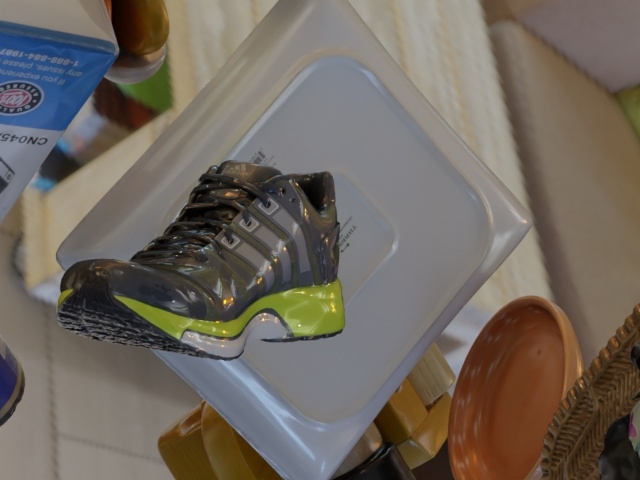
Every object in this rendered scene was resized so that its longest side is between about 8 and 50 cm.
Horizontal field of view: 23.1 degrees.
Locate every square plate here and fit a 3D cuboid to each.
[{"bbox_3d":[0.000,0.000,1.379,0.347,0.049,0.344,-50,117,-14],"label":"square plate"}]

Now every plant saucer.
[{"bbox_3d":[0.185,0.151,1.453,0.037,0.200,0.200,19,47,-22],"label":"plant saucer"}]

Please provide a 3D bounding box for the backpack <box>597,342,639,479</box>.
[{"bbox_3d":[0.212,0.073,0.623,0.152,0.182,0.115,35,37,2],"label":"backpack"}]

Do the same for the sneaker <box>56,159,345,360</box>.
[{"bbox_3d":[-0.072,0.008,1.029,0.300,0.111,0.121,-7,102,-67],"label":"sneaker"}]

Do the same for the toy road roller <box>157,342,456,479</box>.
[{"bbox_3d":[-0.020,0.184,1.644,0.202,0.241,0.329,59,27,-3],"label":"toy road roller"}]

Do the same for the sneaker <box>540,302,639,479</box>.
[{"bbox_3d":[0.243,0.054,0.789,0.153,0.282,0.099,6,47,-29],"label":"sneaker"}]

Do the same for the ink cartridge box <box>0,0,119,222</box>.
[{"bbox_3d":[-0.383,-0.094,1.222,0.285,0.395,0.166,6,50,-39],"label":"ink cartridge box"}]

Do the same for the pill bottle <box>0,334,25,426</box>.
[{"bbox_3d":[-0.399,0.106,1.613,0.219,0.123,0.122,69,14,-52],"label":"pill bottle"}]

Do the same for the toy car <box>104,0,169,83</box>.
[{"bbox_3d":[-0.226,-0.231,1.464,0.136,0.159,0.182,-23,52,-28],"label":"toy car"}]
